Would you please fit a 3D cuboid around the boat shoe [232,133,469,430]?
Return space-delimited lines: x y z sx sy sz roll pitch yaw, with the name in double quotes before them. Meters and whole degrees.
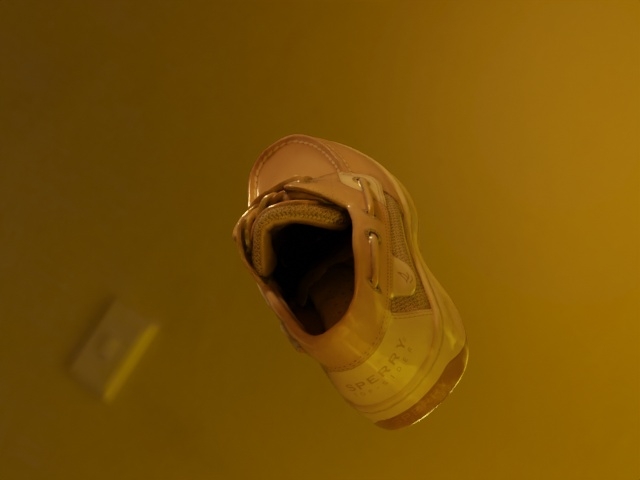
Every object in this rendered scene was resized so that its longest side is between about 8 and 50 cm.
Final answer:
"boat shoe" 0.000 0.000 0.978 0.098 0.109 0.302 39 -166 -31
